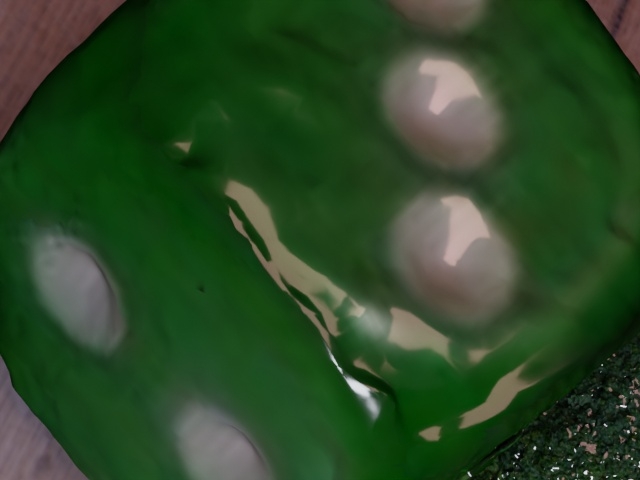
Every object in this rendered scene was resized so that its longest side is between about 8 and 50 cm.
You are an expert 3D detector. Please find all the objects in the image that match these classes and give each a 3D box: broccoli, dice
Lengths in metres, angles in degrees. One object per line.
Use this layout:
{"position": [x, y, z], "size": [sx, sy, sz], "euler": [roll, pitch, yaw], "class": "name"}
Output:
{"position": [0.213, 0.137, 1.290], "size": [0.294, 0.245, 0.265], "euler": [-34, 45, -26], "class": "broccoli"}
{"position": [0.000, 0.000, 1.112], "size": [0.300, 0.287, 0.297], "euler": [49, 49, 4], "class": "dice"}
